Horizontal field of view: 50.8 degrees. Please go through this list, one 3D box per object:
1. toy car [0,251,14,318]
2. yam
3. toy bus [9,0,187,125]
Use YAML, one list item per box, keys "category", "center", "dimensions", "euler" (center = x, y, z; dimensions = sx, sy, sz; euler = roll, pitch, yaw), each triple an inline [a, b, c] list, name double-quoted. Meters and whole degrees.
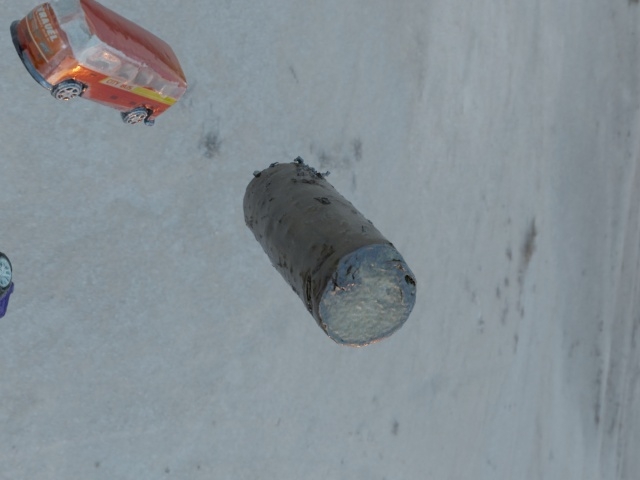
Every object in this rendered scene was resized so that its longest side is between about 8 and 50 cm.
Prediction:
- category: "toy car"
  center: [-0.502, 0.079, 0.837]
  dimensions: [0.235, 0.172, 0.158]
  euler: [68, 19, -72]
- category: "yam"
  center: [-0.002, 0.000, 0.775]
  dimensions: [0.131, 0.280, 0.131]
  euler: [-10, 118, -19]
- category: "toy bus"
  center: [-0.198, -0.169, 0.631]
  dimensions: [0.079, 0.077, 0.174]
  euler: [65, 17, 12]
